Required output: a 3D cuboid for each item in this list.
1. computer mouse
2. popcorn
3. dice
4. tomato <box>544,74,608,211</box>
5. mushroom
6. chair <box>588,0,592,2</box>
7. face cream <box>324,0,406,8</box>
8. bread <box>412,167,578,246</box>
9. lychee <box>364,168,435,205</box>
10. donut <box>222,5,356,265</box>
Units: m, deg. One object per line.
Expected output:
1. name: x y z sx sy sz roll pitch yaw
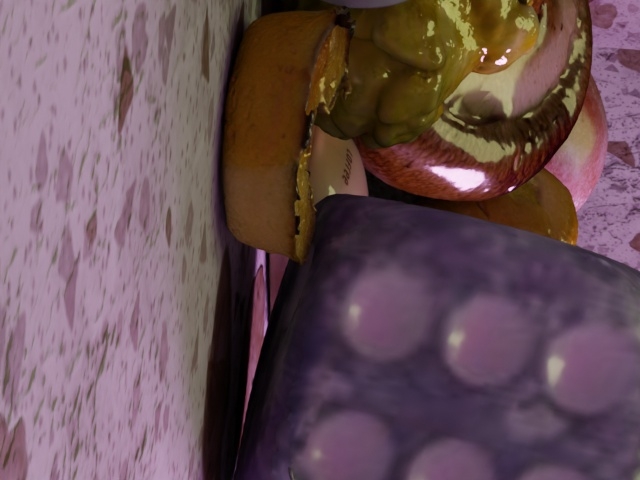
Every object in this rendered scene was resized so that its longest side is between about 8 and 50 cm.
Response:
1. computer mouse: 0.000 0.000 1.567 0.236 0.082 0.145 89 6 -45
2. popcorn: 0.067 -0.175 1.404 0.226 0.203 0.200 -93 -173 -77
3. dice: 0.089 0.123 1.347 0.271 0.270 0.270 158 -53 -83
4. tomato: 0.201 -0.123 2.069 0.227 0.270 0.270 -151 -115 -75
5. mushroom: 0.123 -0.198 1.661 0.239 0.345 0.345 30 -59 55
6. chair: 0.121 -0.337 2.266 0.240 0.416 0.203 37 41 -29
7. face cream: 0.029 -0.321 1.159 0.369 0.145 0.145 87 9 -56
8. bread: 0.134 0.097 1.838 0.148 0.328 0.337 47 -32 29
9. lychee: 0.067 0.003 1.950 0.197 0.165 0.165 -64 175 -2
10. donut: -0.025 -0.079 1.208 0.146 0.078 0.181 74 28 -75
